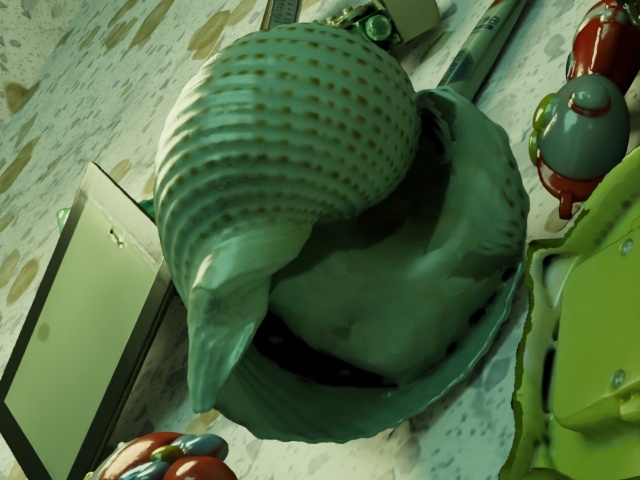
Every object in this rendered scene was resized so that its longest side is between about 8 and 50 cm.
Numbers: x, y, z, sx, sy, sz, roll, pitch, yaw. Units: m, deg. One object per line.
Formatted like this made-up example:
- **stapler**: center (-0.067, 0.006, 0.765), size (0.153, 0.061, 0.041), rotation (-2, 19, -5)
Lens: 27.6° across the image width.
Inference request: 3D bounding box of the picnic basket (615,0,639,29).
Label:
- **picnic basket**: center (0.279, -0.206, 0.968), size (0.128, 0.178, 0.137), rotation (-36, 27, 26)

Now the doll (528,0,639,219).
- **doll**: center (0.217, -0.112, 1.044), size (0.142, 0.076, 0.245), rotation (86, -156, -54)

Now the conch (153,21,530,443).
- **conch**: center (-0.001, -0.004, 1.060), size (0.319, 0.303, 0.215), rotation (-65, 8, 0)

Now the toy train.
- **toy train**: center (0.056, -0.247, 1.545), size (0.125, 0.080, 0.194), rotation (-30, 10, -19)

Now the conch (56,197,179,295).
- **conch**: center (-0.232, 0.009, 1.580), size (0.202, 0.196, 0.134), rotation (1, 77, 18)

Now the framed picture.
- **framed picture**: center (-0.270, 0.112, 1.465), size (0.265, 0.016, 0.347), rotation (39, 109, 50)

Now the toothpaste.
- **toothpaste**: center (0.155, -0.181, 1.335), size (0.239, 0.039, 0.062), rotation (-58, 18, -23)

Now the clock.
- **clock**: center (0.227, 0.048, 0.821), size (0.293, 0.071, 0.277), rotation (-36, 34, 56)

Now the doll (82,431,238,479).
- **doll**: center (-0.145, 0.240, 1.125), size (0.161, 0.130, 0.290), rotation (-53, 8, -21)

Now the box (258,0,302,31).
- **box**: center (-0.068, -0.231, 1.700), size (0.324, 0.047, 0.180), rotation (-83, 11, -51)
